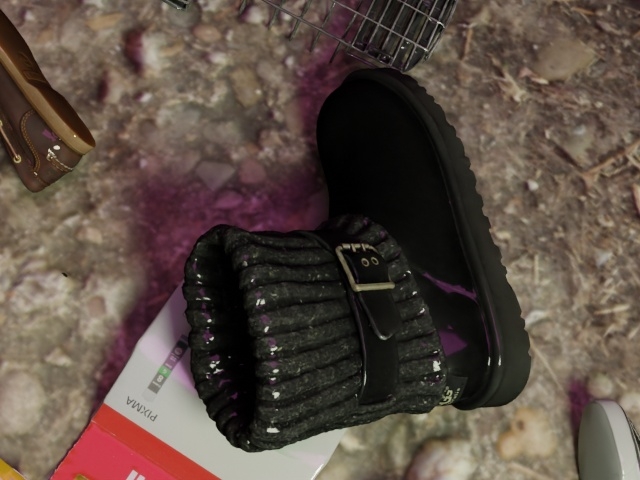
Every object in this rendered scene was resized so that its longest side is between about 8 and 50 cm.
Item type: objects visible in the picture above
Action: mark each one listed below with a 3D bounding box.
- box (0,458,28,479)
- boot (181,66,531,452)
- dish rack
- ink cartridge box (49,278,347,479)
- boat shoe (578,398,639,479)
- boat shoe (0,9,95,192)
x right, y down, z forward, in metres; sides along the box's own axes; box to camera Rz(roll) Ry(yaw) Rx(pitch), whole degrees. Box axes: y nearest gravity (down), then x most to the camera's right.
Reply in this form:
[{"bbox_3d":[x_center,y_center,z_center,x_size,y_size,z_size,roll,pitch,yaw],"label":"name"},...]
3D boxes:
[{"bbox_3d":[-0.268,0.229,1.058,0.081,0.028,0.136,39,65,5],"label":"box"},{"bbox_3d":[0.002,-0.002,1.150,0.260,0.131,0.348,-3,54,-29],"label":"boot"},{"bbox_3d":[0.000,-0.268,1.362,0.271,0.074,0.208,27,61,-4],"label":"dish rack"},{"bbox_3d":[-0.089,0.157,1.134,0.181,0.056,0.225,33,58,2],"label":"ink cartridge box"},{"bbox_3d":[0.274,0.237,1.187,0.070,0.078,0.219,-8,75,-19],"label":"boat shoe"},{"bbox_3d":[-0.276,-0.135,1.215,0.073,0.073,0.207,-40,69,12],"label":"boat shoe"}]
